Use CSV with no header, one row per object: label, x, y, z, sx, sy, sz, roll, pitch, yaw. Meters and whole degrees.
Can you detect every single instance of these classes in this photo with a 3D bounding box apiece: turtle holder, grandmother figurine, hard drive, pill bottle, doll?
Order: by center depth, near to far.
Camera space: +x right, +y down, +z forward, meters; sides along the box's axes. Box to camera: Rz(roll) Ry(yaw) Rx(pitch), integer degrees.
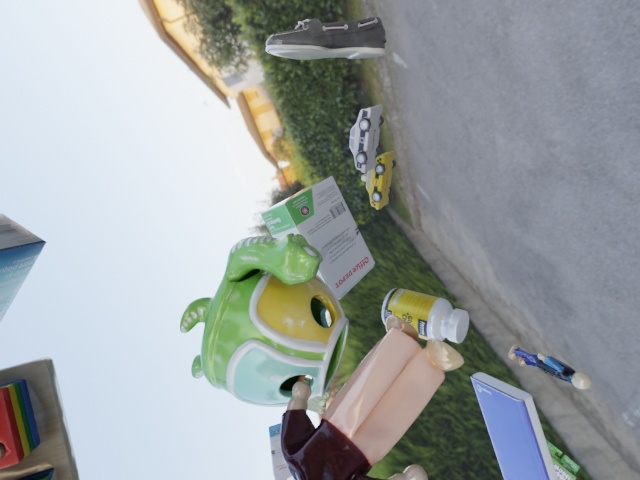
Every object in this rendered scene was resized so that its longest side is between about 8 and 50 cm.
grandmother figurine,0.029,0.254,0.521,0.207,0.342,0.104,20,148,43
turtle holder,-0.068,0.128,0.692,0.243,0.227,0.320,-17,-56,-71
doll,0.535,0.293,0.938,0.129,0.046,0.189,33,171,-15
pill bottle,0.245,0.179,0.959,0.184,0.103,0.103,10,137,40
hard drive,0.513,0.528,1.064,0.210,0.040,0.319,169,83,-77

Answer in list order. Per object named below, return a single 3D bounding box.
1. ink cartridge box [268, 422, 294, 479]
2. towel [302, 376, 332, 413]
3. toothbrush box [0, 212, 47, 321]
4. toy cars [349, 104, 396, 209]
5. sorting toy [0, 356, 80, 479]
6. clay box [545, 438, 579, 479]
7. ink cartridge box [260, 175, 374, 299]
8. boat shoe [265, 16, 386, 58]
ink cartridge box,-0.080,0.599,1.131,0.180,0.104,0.060,-109,3,-54
towel,-0.051,0.346,0.942,0.027,0.148,0.110,-63,-11,-50
toothbrush box,-0.762,0.103,0.849,0.126,0.295,0.216,35,-173,-3
toy cars,0.155,-0.254,1.277,0.176,0.087,0.394,-63,-29,-17
sorting toy,-0.450,0.307,0.484,0.089,0.257,0.256,160,96,-75
clay box,0.696,0.758,1.287,0.127,0.222,0.053,37,-177,31
ink cartridge box,0.000,0.000,1.131,0.211,0.121,0.289,-35,-77,-42
boat shoe,0.017,-0.511,1.015,0.112,0.335,0.096,20,118,60
